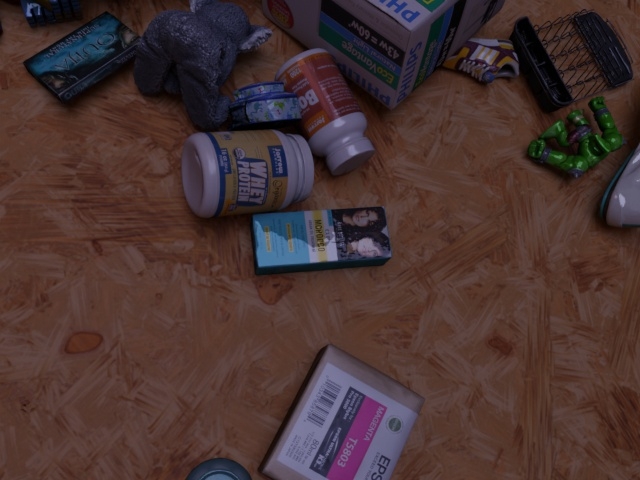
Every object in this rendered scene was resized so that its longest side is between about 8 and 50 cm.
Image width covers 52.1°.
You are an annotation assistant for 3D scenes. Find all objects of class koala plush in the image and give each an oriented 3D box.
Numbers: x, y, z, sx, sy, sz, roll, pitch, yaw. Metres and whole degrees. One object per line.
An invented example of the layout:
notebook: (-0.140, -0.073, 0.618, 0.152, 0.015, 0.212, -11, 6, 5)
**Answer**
koala plush: (-0.200, -0.358, 1.187, 0.196, 0.203, 0.221, 33, 55, 6)

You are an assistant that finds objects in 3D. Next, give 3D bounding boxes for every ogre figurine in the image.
ogre figurine: (0.527, -0.201, 1.326, 0.197, 0.097, 0.118, -27, 69, -28)

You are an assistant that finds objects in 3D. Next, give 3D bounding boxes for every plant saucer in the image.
plant saucer: (-0.164, 0.412, 1.050, 0.119, 0.021, 0.119, 3, 74, -10)

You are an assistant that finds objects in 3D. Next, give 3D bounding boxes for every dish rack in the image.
dish rack: (0.548, -0.397, 1.396, 0.271, 0.074, 0.208, -21, 80, -16)

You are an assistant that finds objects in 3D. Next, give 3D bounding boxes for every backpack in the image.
backpack: (-0.097, -0.239, 1.164, 0.105, 0.114, 0.084, -19, 106, -48)

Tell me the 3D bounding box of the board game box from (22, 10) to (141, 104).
board game box: (-0.426, -0.335, 1.187, 0.186, 0.026, 0.126, -42, 63, -19)

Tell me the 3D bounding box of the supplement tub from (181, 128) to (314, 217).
supplement tub: (-0.127, -0.118, 1.133, 0.199, 0.144, 0.144, -8, 76, -28)

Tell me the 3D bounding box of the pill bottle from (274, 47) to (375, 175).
pill bottle: (0.012, -0.236, 1.218, 0.121, 0.121, 0.216, -25, 80, -17)

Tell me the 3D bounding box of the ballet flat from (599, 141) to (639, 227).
ballet flat: (0.701, -0.186, 1.326, 0.139, 0.139, 0.400, 31, 74, -1)

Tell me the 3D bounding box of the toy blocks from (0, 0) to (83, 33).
toy blocks: (-0.512, -0.516, 1.185, 0.381, 0.191, 0.261, -16, 90, -15)

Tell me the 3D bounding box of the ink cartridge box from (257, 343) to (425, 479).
ink cartridge box: (0.036, 0.320, 1.082, 0.193, 0.088, 0.235, 29, 70, -1)

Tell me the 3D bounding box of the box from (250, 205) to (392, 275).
box: (0.000, 0.000, 1.180, 0.244, 0.060, 0.101, -5, 75, -12)

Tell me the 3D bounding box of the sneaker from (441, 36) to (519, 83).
sneaker: (0.323, -0.365, 1.344, 0.185, 0.069, 0.084, -8, 71, -12)

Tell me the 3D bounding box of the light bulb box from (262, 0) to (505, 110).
light bulb box: (0.132, -0.510, 1.238, 0.358, 0.225, 0.361, 40, 70, 15)
